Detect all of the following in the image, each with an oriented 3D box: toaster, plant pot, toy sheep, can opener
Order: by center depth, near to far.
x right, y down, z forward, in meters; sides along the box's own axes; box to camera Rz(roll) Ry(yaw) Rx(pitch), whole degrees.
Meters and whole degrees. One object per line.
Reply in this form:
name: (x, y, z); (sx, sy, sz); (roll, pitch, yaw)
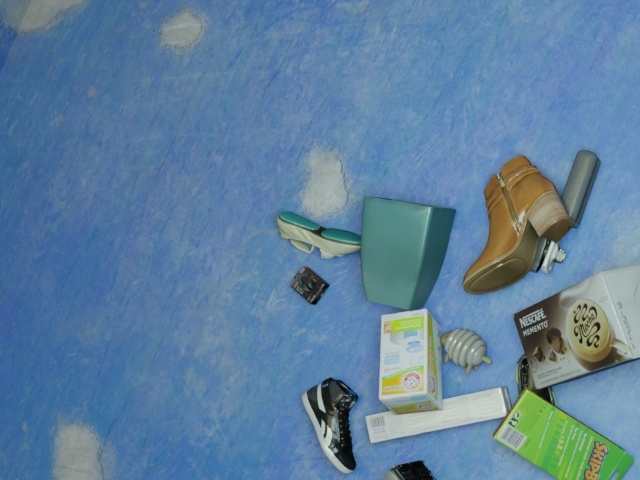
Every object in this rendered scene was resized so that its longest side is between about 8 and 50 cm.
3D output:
can opener: (0.516, -0.059, 1.867); (0.093, 0.074, 0.280); (24, 93, 28)
toaster: (0.209, 0.573, 1.869); (0.110, 0.168, 0.185); (-47, 65, 15)
toy sheep: (0.319, 0.239, 1.911); (0.132, 0.091, 0.091); (25, 93, 32)
plant pot: (0.184, 0.029, 1.970); (0.166, 0.165, 0.234); (12, 95, 27)

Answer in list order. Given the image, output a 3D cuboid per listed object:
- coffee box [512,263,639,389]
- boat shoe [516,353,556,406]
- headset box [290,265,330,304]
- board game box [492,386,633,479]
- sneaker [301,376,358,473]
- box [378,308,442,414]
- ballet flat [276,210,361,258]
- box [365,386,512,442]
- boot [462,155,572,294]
coffee box: (0.525, 0.174, 1.711); (0.297, 0.119, 0.168); (-42, 60, 61)
boat shoe: (0.457, 0.350, 1.835); (0.081, 0.069, 0.228); (-17, 75, 22)
headset box: (-0.029, 0.108, 2.129); (0.083, 0.032, 0.062); (40, 100, 24)
board game box: (0.495, 0.420, 1.779); (0.259, 0.039, 0.124); (33, 98, 4)
sneaker: (0.050, 0.417, 2.016); (0.121, 0.079, 0.217); (-37, 67, 18)
box: (0.200, 0.267, 1.918); (0.114, 0.103, 0.203); (-11, 56, 24)
ballet flat: (0.000, 0.000, 2.115); (0.248, 0.086, 0.086); (21, 92, 28)
box: (0.259, 0.387, 1.928); (0.324, 0.063, 0.067); (-18, 75, 23)
boot: (0.388, -0.036, 1.888); (0.283, 0.109, 0.220); (-48, 41, 26)
